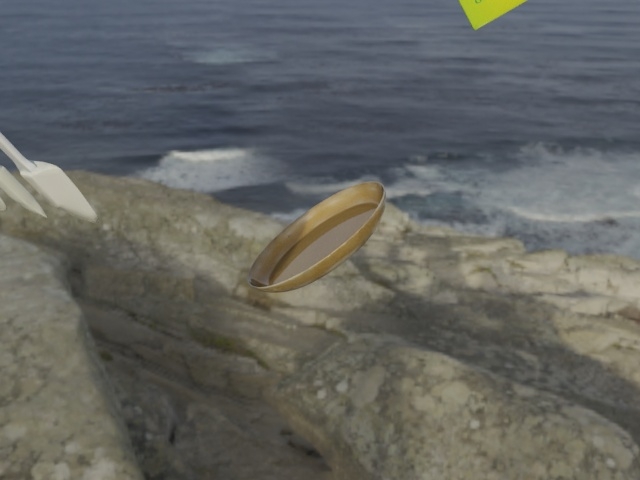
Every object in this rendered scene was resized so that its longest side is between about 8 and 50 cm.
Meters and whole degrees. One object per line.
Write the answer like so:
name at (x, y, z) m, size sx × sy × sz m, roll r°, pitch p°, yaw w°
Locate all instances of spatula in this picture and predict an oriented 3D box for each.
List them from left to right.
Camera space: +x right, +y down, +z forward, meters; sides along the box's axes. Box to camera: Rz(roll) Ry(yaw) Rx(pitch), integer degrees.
spatula at (-0.313, -0.095, 0.701) m, size 0.168 × 0.242 × 0.019 m, roll 11°, pitch 59°, yaw 33°

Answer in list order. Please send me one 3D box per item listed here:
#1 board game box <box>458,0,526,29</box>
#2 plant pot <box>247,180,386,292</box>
board game box at (0.171, -0.216, 0.541) m, size 0.181 × 0.043 × 0.092 m, roll -28°, pitch 23°, yaw 17°
plant pot at (0.000, 0.000, 1.144) m, size 0.236 × 0.032 × 0.236 m, roll -33°, pitch 17°, yaw 12°
